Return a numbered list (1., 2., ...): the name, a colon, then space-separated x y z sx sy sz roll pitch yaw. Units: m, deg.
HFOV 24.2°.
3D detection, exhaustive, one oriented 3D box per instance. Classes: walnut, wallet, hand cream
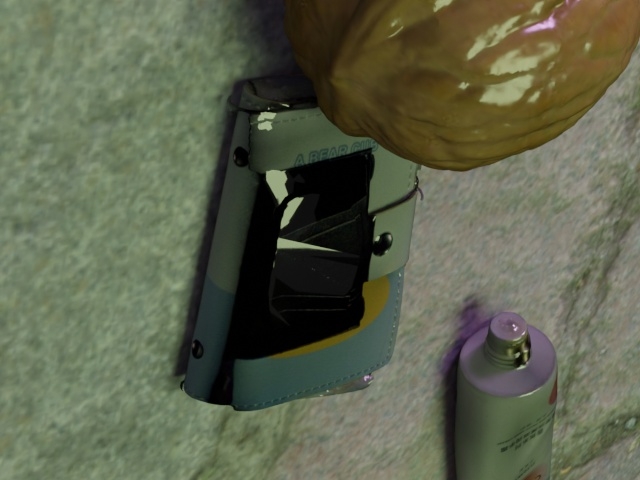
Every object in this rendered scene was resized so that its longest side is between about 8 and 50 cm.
1. walnut: 0.081 -0.138 0.869 0.213 0.213 0.213 -27 134 -31
2. wallet: 0.000 0.000 0.987 0.170 0.069 0.231 -10 123 -37
3. hand cream: 0.162 0.180 1.294 0.124 0.078 0.340 -36 143 -23
